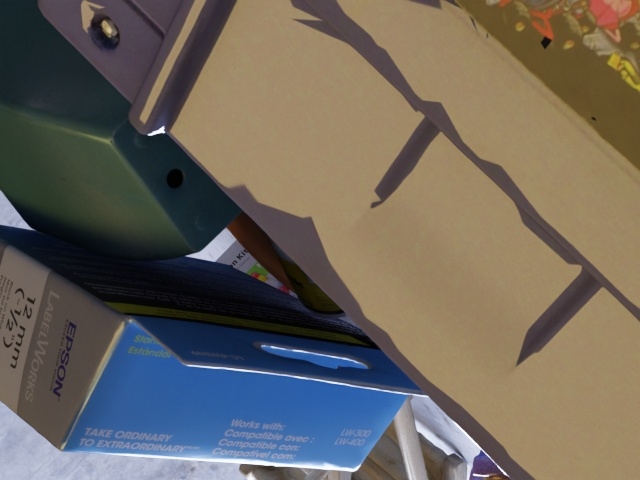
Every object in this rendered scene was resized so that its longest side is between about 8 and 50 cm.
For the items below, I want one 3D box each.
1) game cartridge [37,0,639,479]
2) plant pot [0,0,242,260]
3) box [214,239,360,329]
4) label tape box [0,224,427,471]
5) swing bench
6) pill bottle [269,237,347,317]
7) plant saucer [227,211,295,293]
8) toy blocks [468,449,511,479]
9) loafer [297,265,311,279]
[{"bbox_3d":[0.076,-0.036,0.388,0.355,0.068,0.230,45,139,11],"label":"game cartridge"},{"bbox_3d":[-0.131,-0.089,0.939,0.234,0.166,0.165,23,153,50],"label":"plant pot"},{"bbox_3d":[-0.051,0.088,1.209,0.186,0.145,0.038,37,169,42],"label":"box"},{"bbox_3d":[-0.091,0.090,0.979,0.249,0.115,0.348,11,-172,-37],"label":"label tape box"},{"bbox_3d":[-0.007,0.180,1.324,0.253,0.165,0.254,34,167,44],"label":"swing bench"},{"bbox_3d":[0.000,0.000,0.965,0.065,0.065,0.116,39,164,33],"label":"pill bottle"},{"bbox_3d":[-0.043,-0.019,1.116,0.200,0.037,0.200,45,168,13],"label":"plant saucer"},{"bbox_3d":[0.112,0.227,0.880,0.288,0.309,0.260,95,174,-83],"label":"toy blocks"},{"bbox_3d":[-0.004,-0.057,0.800,0.084,0.096,0.267,13,155,34],"label":"loafer"}]
